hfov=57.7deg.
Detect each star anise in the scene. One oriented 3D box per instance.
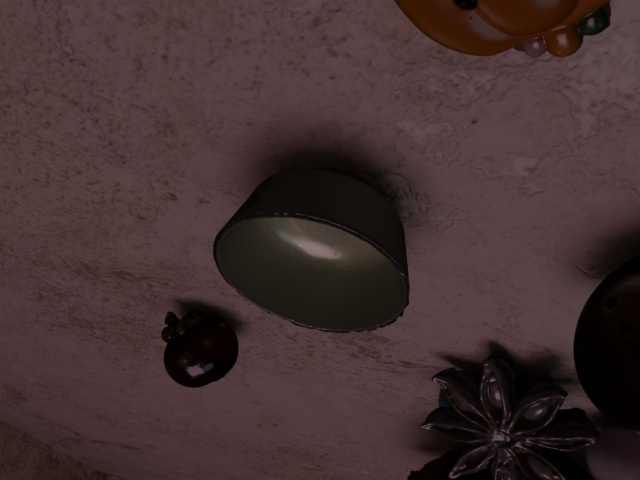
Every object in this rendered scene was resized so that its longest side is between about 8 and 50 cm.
[{"bbox_3d":[0.276,0.270,0.846,0.236,0.109,0.223,24,113,30],"label":"star anise"}]

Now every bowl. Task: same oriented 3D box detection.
[{"bbox_3d":[0.000,0.000,0.626,0.212,0.112,0.211,11,145,8],"label":"bowl"}]

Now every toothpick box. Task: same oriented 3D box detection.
[{"bbox_3d":[0.392,0.131,0.571,0.294,0.192,0.192,32,143,-22],"label":"toothpick box"}]

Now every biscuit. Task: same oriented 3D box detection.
[{"bbox_3d":[0.128,-0.180,0.379,0.171,0.050,0.170,12,145,9],"label":"biscuit"}]

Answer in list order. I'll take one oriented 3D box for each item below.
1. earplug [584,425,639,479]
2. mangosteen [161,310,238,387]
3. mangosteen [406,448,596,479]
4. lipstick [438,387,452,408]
[{"bbox_3d":[0.547,0.348,0.843,0.302,0.172,0.172,14,145,18],"label":"earplug"},{"bbox_3d":[-0.204,0.170,0.949,0.140,0.140,0.140,12,144,8],"label":"mangosteen"},{"bbox_3d":[0.323,0.550,1.014,0.381,0.380,0.421,31,144,-19],"label":"mangosteen"},{"bbox_3d":[0.270,0.268,0.929,0.158,0.048,0.048,3,142,20],"label":"lipstick"}]
